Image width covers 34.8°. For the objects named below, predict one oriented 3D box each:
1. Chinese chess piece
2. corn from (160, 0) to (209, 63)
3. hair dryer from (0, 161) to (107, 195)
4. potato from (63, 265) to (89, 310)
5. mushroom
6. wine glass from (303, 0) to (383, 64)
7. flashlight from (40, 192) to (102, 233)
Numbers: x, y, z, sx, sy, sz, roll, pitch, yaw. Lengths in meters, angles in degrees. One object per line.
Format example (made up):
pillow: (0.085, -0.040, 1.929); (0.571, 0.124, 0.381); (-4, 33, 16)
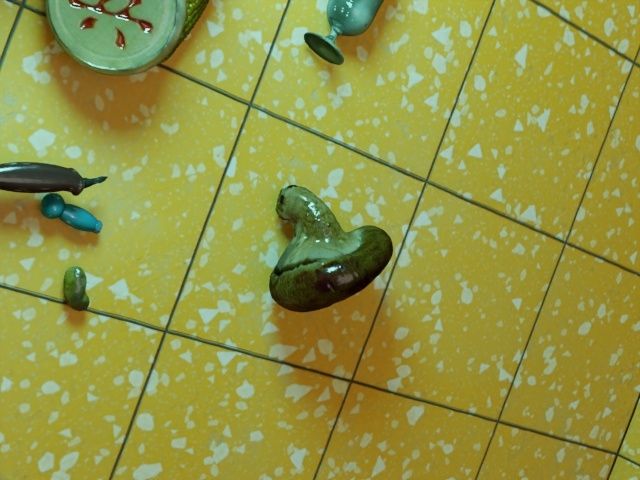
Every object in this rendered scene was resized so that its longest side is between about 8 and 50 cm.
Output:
Chinese chess piece: (-0.365, -0.420, 1.827); (0.250, 0.103, 0.249); (-1, 101, -4)
corn: (-0.252, -0.476, 1.937); (0.101, 0.101, 0.310); (27, 89, -33)
hair dryer: (-0.545, -0.161, 1.832); (0.340, 0.123, 0.312); (-1, 93, -33)
potato: (-0.474, 0.096, 1.974); (0.046, 0.045, 0.092); (-38, 129, -60)
mushroom: (0.005, 0.037, 2.136); (0.254, 0.267, 0.267); (39, 81, -32)
wine glass: (0.070, -0.486, 2.131); (0.103, 0.103, 0.231); (44, 76, -32)
flashlight: (-0.472, -0.048, 1.937); (0.129, 0.051, 0.051); (28, 87, -34)
